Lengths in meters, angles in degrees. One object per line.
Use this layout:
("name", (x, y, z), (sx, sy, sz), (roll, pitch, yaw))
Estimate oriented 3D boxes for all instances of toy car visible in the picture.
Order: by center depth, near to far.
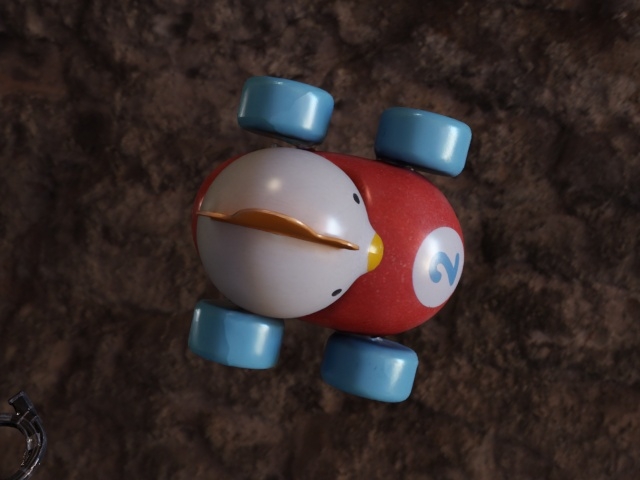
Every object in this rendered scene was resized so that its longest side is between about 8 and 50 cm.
("toy car", (0.000, 0.000, 0.656), (0.210, 0.238, 0.219), (13, -88, 3))

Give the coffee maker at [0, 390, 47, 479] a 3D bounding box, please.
("coffee maker", (-0.180, 0.202, 0.494), (0.120, 0.171, 0.178), (54, -12, 45))
